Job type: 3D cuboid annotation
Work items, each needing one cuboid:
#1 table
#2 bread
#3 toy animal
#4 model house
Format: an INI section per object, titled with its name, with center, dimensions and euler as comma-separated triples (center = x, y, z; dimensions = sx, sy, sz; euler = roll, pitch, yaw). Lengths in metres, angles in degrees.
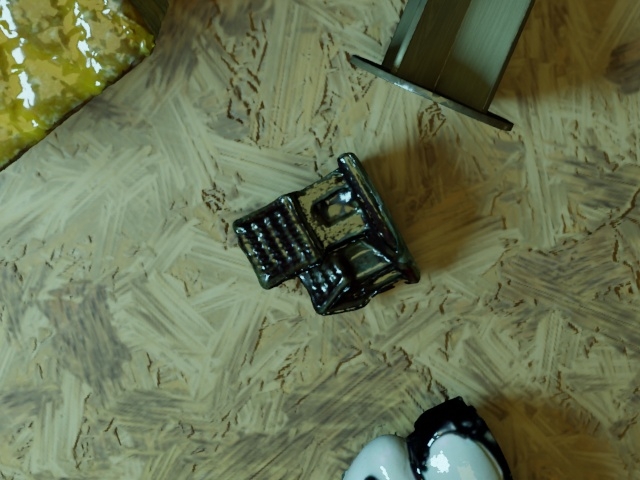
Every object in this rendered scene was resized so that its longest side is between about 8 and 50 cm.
[table]
center = 0.147, -0.239, 1.753
dimensions = 0.167, 0.167, 0.227
euler = 22, 97, -7
[bread]
center = -0.325, -0.218, 1.719
dimensions = 0.279, 0.207, 0.279
euler = -39, 103, 12
[toy animal]
center = 0.115, 0.263, 1.911
dimensions = 0.179, 0.138, 0.166
euler = -28, 90, 3
[model house]
center = 0.004, 0.006, 1.844
dimensions = 0.152, 0.106, 0.165
euler = -27, 102, 6
